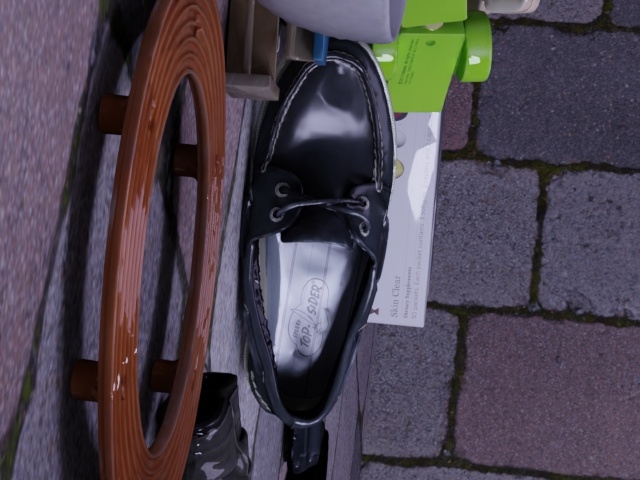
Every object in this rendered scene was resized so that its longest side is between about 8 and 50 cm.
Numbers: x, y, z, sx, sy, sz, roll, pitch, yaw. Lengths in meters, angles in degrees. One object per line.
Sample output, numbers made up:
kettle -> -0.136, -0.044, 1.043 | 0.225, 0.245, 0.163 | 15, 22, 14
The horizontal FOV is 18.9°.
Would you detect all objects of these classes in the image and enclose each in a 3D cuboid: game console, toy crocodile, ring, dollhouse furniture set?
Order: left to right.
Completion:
ring -> -0.096, 0.012, 1.107 | 0.336, 0.032, 0.337 | 6, 90, -84
game console -> -0.017, 0.221, 2.159 | 0.213, 0.044, 0.361 | -77, 172, -65
dollhouse furniture set -> 0.003, -0.194, 1.429 | 0.129, 0.129, 0.184 | 33, 61, -84
toy crocodile -> 0.096, -0.226, 1.708 | 0.340, 0.115, 0.105 | 94, -8, -58

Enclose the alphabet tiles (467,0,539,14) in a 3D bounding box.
alphabet tiles -> 0.157, -0.349, 1.758 | 0.278, 0.021, 0.284 | 11, -78, 61

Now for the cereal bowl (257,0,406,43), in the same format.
cereal bowl -> -0.006, -0.293, 1.165 | 0.339, 0.141, 0.339 | 5, 90, -85

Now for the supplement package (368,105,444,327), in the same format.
supplement package -> 0.054, -0.071, 2.041 | 0.204, 0.145, 0.262 | -74, 168, -67

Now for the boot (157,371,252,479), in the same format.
boot -> -0.066, 0.167, 1.363 | 0.246, 0.083, 0.161 | -51, 141, -83

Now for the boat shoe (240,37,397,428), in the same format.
boat shoe -> -0.004, 0.000, 1.588 | 0.113, 0.127, 0.340 | -105, -154, -69

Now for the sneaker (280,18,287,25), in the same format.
sneaker -> 0.000, -0.215, 1.677 | 0.161, 0.075, 0.057 | 28, 68, -85
